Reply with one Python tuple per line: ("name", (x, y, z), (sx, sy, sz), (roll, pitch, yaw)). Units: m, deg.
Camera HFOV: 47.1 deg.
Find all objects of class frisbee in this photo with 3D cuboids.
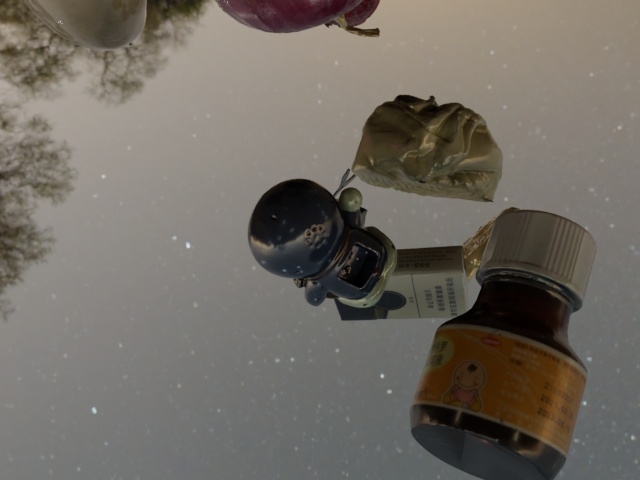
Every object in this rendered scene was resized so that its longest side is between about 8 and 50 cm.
("frisbee", (0.066, -0.172, 2.228), (0.012, 0.187, 0.211), (41, -113, 8))

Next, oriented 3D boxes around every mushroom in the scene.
("mushroom", (-0.354, -0.471, 1.184), (0.290, 0.292, 0.292), (-42, -146, -17))

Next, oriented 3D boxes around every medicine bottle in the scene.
("medicine bottle", (0.296, 0.157, 1.140), (0.242, 0.242, 0.395), (6, -118, 32))

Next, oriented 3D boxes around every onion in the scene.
("onion", (-0.042, -0.517, 1.355), (0.358, 0.345, 0.358), (-6, -152, 3))

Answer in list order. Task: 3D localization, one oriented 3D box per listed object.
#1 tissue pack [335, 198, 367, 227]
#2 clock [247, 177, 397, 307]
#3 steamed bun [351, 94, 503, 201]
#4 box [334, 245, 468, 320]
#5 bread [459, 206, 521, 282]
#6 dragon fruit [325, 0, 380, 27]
("tissue pack", (-0.003, -0.050, 1.352), (0.156, 0.051, 0.112), (17, -160, 16))
("clock", (0.000, 0.000, 1.157), (0.200, 0.243, 0.146), (-60, -149, 1))
("steamed bun", (0.223, -0.198, 1.517), (0.320, 0.206, 0.275), (14, 174, -41))
("box", (0.150, 0.086, 1.405), (0.259, 0.168, 0.071), (-5, -128, 13))
("bread", (0.335, 0.026, 1.581), (0.251, 0.039, 0.182), (-45, -177, 27))
("dragon fruit", (0.039, -0.659, 1.850), (0.282, 0.211, 0.147), (4, -140, 0))
